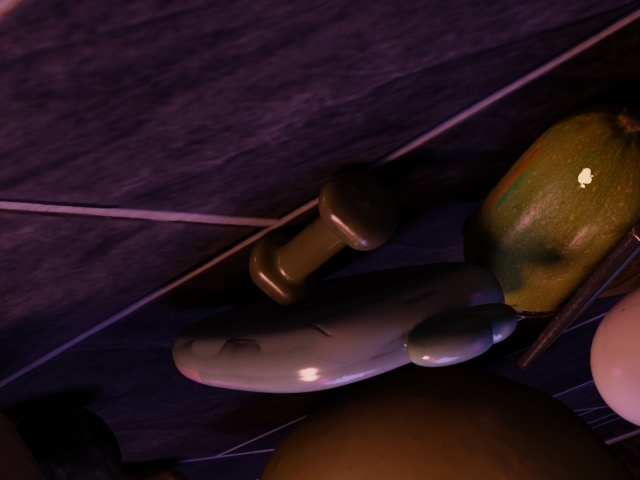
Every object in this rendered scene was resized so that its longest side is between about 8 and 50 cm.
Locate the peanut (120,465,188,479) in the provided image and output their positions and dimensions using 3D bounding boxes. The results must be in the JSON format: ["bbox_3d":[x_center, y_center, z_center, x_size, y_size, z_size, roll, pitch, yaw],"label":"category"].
[{"bbox_3d":[-0.219,0.311,1.547,0.087,0.087,0.206,-25,160,26],"label":"peanut"}]

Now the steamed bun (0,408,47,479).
[{"bbox_3d":[-0.272,0.223,0.878,0.272,0.290,0.273,-37,173,36],"label":"steamed bun"}]

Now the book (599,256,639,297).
[{"bbox_3d":[0.275,0.009,1.162,0.161,0.026,0.231,-9,161,-27],"label":"book"}]

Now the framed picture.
[{"bbox_3d":[0.235,-0.034,0.819,0.244,0.013,0.324,-43,169,-13],"label":"framed picture"}]

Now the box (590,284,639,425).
[{"bbox_3d":[0.428,0.059,1.215,0.288,0.141,0.349,-34,166,38],"label":"box"}]

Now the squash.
[{"bbox_3d":[0.156,-0.025,0.828,0.095,0.095,0.188,-13,160,-15],"label":"squash"}]

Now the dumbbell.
[{"bbox_3d":[0.000,0.000,0.808,0.046,0.052,0.118,-47,-176,-38],"label":"dumbbell"}]

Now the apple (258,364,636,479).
[{"bbox_3d":[0.147,0.352,1.440,0.473,0.474,0.474,-16,164,-5],"label":"apple"}]

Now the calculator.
[{"bbox_3d":[0.013,0.055,0.865,0.185,0.041,0.298,-19,-173,-32],"label":"calculator"}]

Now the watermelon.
[{"bbox_3d":[-0.220,0.201,1.134,0.105,0.105,0.133,-17,146,1],"label":"watermelon"}]
